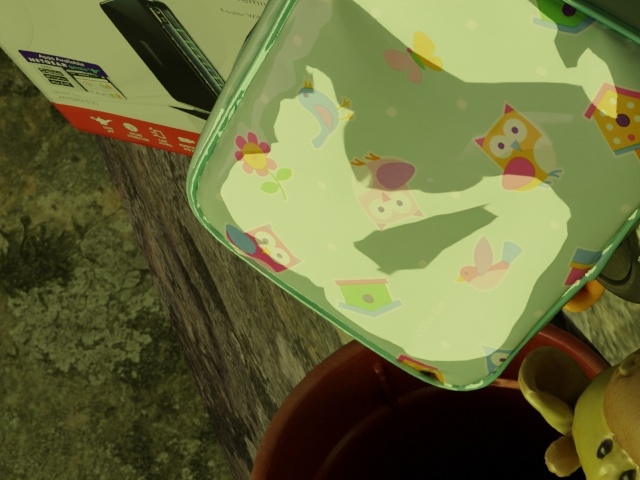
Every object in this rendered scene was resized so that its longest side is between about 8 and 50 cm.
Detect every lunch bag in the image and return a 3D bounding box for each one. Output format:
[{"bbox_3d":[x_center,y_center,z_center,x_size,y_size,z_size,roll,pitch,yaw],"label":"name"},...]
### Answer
[{"bbox_3d":[0.063,-0.070,0.952,0.224,0.108,0.279,34,133,0],"label":"lunch bag"}]

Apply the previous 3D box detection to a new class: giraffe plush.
[{"bbox_3d":[0.193,0.071,0.904,0.181,0.170,0.210,53,162,42],"label":"giraffe plush"}]

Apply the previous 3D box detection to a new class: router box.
[{"bbox_3d":[-0.075,-0.145,1.199,0.335,0.082,0.301,14,160,28],"label":"router box"}]

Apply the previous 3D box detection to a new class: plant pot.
[{"bbox_3d":[0.115,0.237,1.366,0.272,0.272,0.265,53,170,42],"label":"plant pot"}]

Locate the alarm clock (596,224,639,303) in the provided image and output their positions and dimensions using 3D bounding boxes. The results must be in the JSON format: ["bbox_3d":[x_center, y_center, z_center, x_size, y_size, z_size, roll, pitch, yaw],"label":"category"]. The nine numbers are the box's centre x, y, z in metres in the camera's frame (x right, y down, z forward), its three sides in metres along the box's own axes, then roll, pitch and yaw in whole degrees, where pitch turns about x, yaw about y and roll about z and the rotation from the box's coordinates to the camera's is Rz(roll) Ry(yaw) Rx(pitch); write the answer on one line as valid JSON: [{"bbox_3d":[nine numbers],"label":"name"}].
[{"bbox_3d":[0.163,-0.038,1.077,0.192,0.064,0.129,-126,16,-50],"label":"alarm clock"}]

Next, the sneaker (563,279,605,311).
[{"bbox_3d":[0.122,-0.022,1.167,0.083,0.084,0.215,43,-178,35],"label":"sneaker"}]

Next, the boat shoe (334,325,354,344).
[{"bbox_3d":[0.059,-0.008,1.457,0.127,0.158,0.340,-16,128,40],"label":"boat shoe"}]
